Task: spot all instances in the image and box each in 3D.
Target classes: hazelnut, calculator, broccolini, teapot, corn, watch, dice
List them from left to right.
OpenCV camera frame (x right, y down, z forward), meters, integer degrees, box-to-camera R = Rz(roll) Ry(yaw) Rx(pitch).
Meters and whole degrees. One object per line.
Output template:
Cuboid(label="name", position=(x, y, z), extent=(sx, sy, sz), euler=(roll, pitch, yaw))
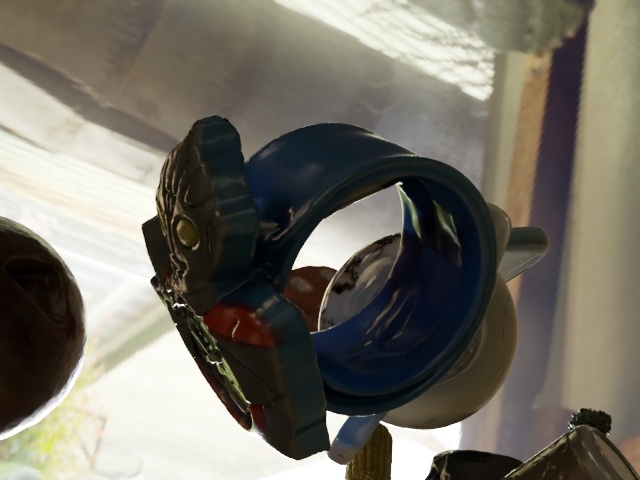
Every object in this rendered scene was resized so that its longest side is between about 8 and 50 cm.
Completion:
Cuboid(label="hazelnut", position=(-0.573, 0.122, 1.611), extent=(0.402, 0.429, 0.402), euler=(-9, 90, -85))
Cuboid(label="dice", position=(-0.010, 0.160, 1.848), extent=(0.174, 0.179, 0.175), euler=(39, -59, 29))
Cuboid(label="watch", position=(0.000, 0.000, 0.916), extent=(0.241, 0.275, 0.305), euler=(36, -34, 51))
Cuboid(label="corn", position=(0.076, 0.359, 1.677), extent=(0.080, 0.080, 0.238), euler=(-61, -177, 18))
Cuboid(label="teapot", position=(0.097, 0.108, 1.104), extent=(0.299, 0.208, 0.166), euler=(-59, -173, -22))
Cuboid(label="calculator", position=(0.236, 0.037, 1.569), extent=(0.188, 0.303, 0.042), euler=(-41, -118, 40))
Cuboid(label="broccolini", position=(0.365, 0.345, 1.525), extent=(0.067, 0.058, 0.216), euler=(-31, 136, -75))

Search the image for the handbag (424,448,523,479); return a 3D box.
Cuboid(label="handbag", position=(0.189, 0.430, 1.199), extent=(0.275, 0.178, 0.301), euler=(-103, -160, -67))

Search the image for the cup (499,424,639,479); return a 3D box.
Cuboid(label="cup", position=(0.148, 0.173, 0.645), extent=(0.099, 0.074, 0.102), euler=(-42, -168, 15))
